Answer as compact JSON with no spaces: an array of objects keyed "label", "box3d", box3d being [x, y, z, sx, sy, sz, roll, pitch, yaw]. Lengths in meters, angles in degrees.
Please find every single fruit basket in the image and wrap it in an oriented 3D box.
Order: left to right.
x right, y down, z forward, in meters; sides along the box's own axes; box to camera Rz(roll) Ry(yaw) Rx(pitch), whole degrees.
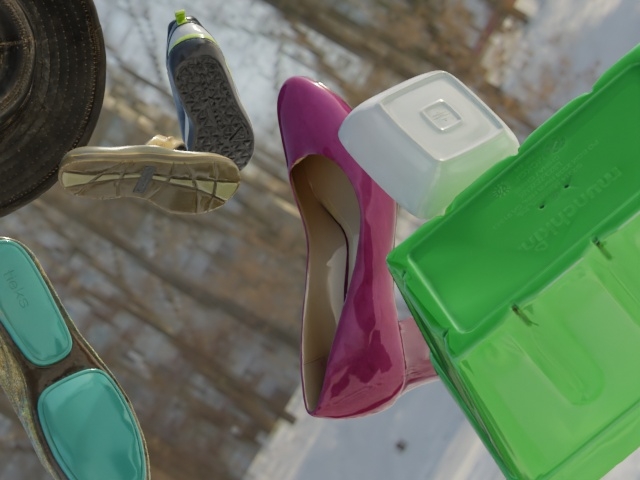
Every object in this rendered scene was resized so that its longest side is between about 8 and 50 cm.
[{"label":"fruit basket","box3d":[0.280,0.058,1.428,0.392,0.392,0.283,-61,31,19]}]

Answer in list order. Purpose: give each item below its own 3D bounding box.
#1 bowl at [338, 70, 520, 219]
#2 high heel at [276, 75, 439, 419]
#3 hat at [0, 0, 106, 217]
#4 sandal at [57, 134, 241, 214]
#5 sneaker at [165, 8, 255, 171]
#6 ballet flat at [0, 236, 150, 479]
[{"label":"bowl","box3d":[0.106,-0.097,1.518,0.142,0.142,0.053,-26,-29,-32]},{"label":"high heel","box3d":[0.000,0.000,1.726,0.181,0.377,0.127,-15,-20,-37]},{"label":"hat","box3d":[-0.342,-0.149,1.397,0.331,0.331,0.134,-59,14,0]},{"label":"sandal","box3d":[-0.149,-0.066,1.456,0.072,0.180,0.049,-54,44,39]},{"label":"sneaker","box3d":[-0.132,-0.172,1.932,0.234,0.084,0.097,83,170,-48]},{"label":"ballet flat","box3d":[-0.295,0.159,1.808,0.123,0.348,0.123,-29,-12,-7]}]
